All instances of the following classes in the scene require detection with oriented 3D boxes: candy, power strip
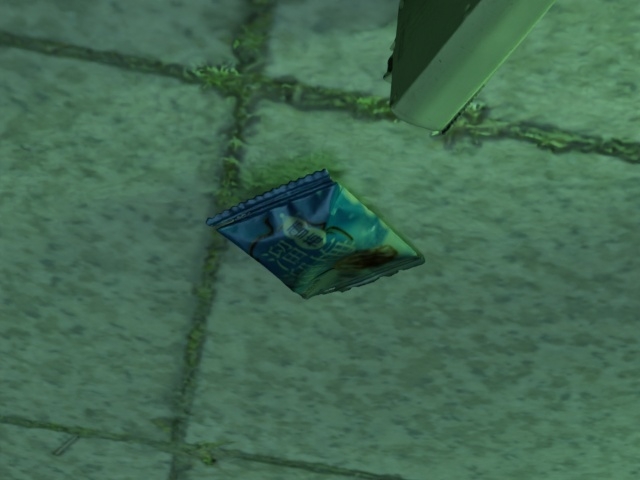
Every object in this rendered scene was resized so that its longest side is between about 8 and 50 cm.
[{"bbox_3d":[-0.001,0.000,0.997,0.088,0.038,0.136,-25,145,20],"label":"candy"},{"bbox_3d":[0.083,-0.129,0.738,0.035,0.081,0.192,17,145,-17],"label":"power strip"}]
